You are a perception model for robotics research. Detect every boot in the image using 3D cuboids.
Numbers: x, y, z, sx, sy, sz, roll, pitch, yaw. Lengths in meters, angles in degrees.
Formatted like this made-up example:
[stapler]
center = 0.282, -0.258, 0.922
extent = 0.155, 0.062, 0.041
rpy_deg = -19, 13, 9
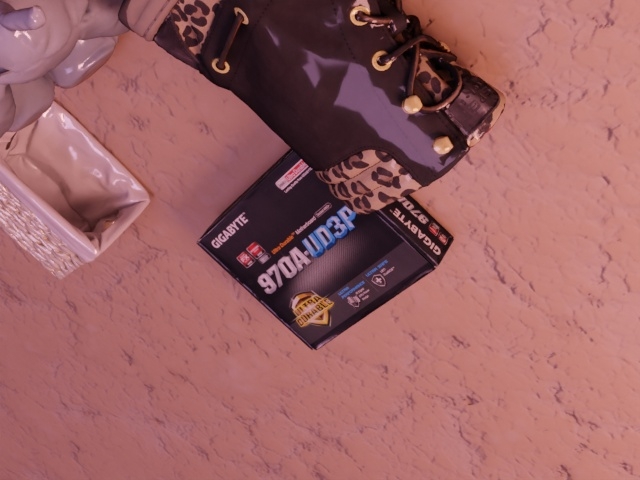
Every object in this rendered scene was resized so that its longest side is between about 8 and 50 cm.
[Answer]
[boot]
center = 0.038, -0.193, 0.872
extent = 0.284, 0.138, 0.377
rpy_deg = 44, 132, -13

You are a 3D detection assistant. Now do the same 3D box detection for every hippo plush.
[hippo plush]
center = -0.319, -0.226, 0.977
extent = 0.234, 0.294, 0.236
rpy_deg = -39, 94, 23

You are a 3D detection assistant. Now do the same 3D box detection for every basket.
[basket]
center = -0.290, -0.052, 1.209
extent = 0.167, 0.113, 0.103
rpy_deg = 44, 138, -9

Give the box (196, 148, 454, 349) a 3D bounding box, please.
[box]
center = 0.000, 0.000, 1.121
extent = 0.175, 0.051, 0.220
rpy_deg = 44, 136, -8
